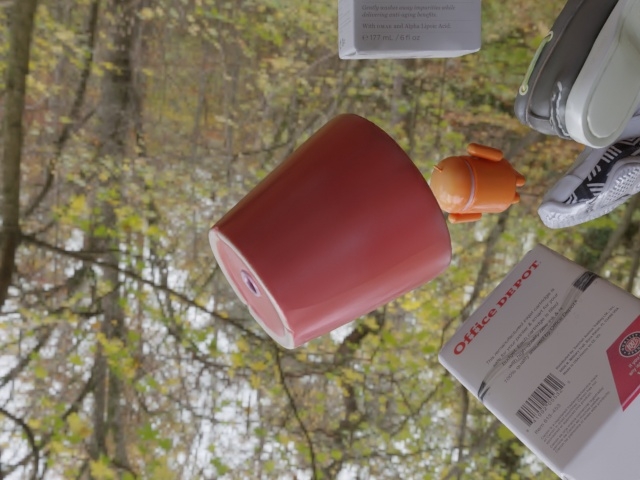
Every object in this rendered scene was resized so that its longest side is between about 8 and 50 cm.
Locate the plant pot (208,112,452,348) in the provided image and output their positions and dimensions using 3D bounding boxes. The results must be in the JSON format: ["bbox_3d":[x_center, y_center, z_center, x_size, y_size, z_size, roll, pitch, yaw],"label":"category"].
[{"bbox_3d":[0.000,0.000,1.137,0.243,0.275,0.275,-34,-156,-17],"label":"plant pot"}]

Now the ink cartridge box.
[{"bbox_3d":[0.250,0.127,0.830,0.100,0.172,0.237,41,-179,-27],"label":"ink cartridge box"}]

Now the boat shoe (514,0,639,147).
[{"bbox_3d":[0.290,-0.229,0.800,0.091,0.305,0.109,22,167,48],"label":"boat shoe"}]

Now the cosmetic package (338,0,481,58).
[{"bbox_3d":[0.139,-0.491,1.350,0.217,0.385,0.156,-4,-171,-8],"label":"cosmetic package"}]

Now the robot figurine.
[{"bbox_3d":[0.331,-0.123,1.806,0.219,0.128,0.158,-2,158,-23],"label":"robot figurine"}]

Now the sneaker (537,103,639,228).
[{"bbox_3d":[0.416,-0.191,1.171,0.210,0.366,0.137,55,-161,21],"label":"sneaker"}]
